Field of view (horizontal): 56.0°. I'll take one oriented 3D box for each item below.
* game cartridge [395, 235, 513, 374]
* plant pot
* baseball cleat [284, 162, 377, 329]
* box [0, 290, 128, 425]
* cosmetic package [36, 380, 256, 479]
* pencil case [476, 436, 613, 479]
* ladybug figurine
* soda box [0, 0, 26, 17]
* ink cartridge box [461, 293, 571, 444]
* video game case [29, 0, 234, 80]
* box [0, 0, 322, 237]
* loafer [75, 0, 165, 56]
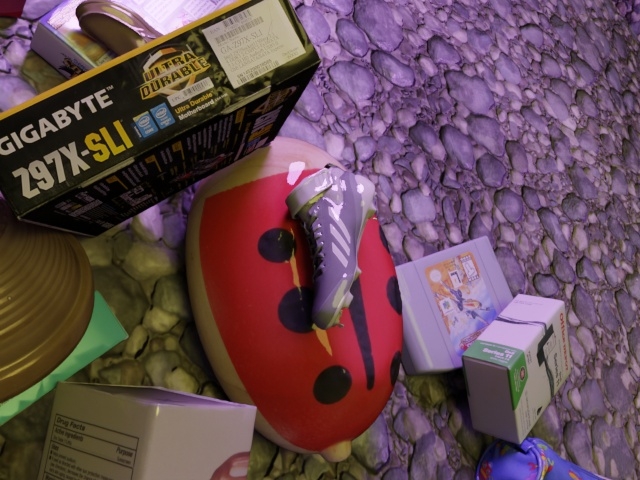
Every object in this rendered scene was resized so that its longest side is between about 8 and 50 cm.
[{"bbox_3d":[0.232,0.113,1.036,0.297,0.062,0.198,-16,78,-41],"label":"game cartridge"},{"bbox_3d":[-0.326,0.025,0.525,0.237,0.109,0.237,7,42,-6],"label":"plant pot"},{"bbox_3d":[0.000,0.000,0.686,0.109,0.072,0.206,25,52,-10],"label":"baseball cleat"},{"bbox_3d":[-0.311,0.143,0.568,0.244,0.100,0.060,-37,98,-41],"label":"box"},{"bbox_3d":[-0.169,0.284,0.531,0.129,0.153,0.296,21,74,-51],"label":"cosmetic package"},{"bbox_3d":[0.399,0.419,0.991,0.306,0.119,0.133,32,84,-24],"label":"pencil case"},{"bbox_3d":[-0.012,0.058,0.794,0.305,0.162,0.449,-7,76,-40],"label":"ladybug figurine"},{"bbox_3d":[-0.462,-0.313,0.648,0.263,0.083,0.092,-10,77,-39],"label":"soda box"},{"bbox_3d":[0.329,0.204,0.993,0.208,0.087,0.153,-34,118,-39],"label":"ink cartridge box"},{"bbox_3d":[-0.211,-0.269,0.840,0.244,0.061,0.269,41,52,-18],"label":"video game case"},{"bbox_3d":[-0.153,-0.101,0.593,0.257,0.322,0.079,-32,94,-10],"label":"box"},{"bbox_3d":[-0.227,-0.240,0.737,0.148,0.056,0.050,22,53,-29],"label":"loafer"}]
